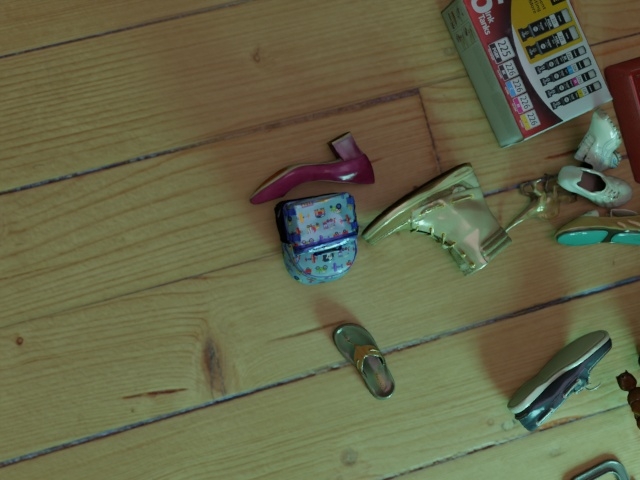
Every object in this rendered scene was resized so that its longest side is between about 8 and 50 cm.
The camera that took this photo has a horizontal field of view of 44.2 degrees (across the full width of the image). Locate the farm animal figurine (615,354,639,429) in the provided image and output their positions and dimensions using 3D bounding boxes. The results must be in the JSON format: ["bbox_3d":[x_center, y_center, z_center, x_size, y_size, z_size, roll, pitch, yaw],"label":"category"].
[{"bbox_3d":[0.749,0.246,1.594,0.327,0.172,0.330,32,99,-25],"label":"farm animal figurine"}]

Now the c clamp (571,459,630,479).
[{"bbox_3d":[0.598,0.534,1.645,0.161,0.022,0.137,-19,93,-8],"label":"c clamp"}]

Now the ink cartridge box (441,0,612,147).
[{"bbox_3d":[0.436,-0.384,1.569,0.272,0.130,0.309,-26,93,-8],"label":"ink cartridge box"}]

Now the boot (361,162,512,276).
[{"bbox_3d":[0.232,-0.009,1.563,0.262,0.095,0.203,-31,95,-11],"label":"boot"}]

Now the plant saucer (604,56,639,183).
[{"bbox_3d":[0.754,-0.277,1.654,0.259,0.048,0.258,-17,93,-7],"label":"plant saucer"}]

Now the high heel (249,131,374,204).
[{"bbox_3d":[-0.014,-0.107,1.544,0.244,0.082,0.117,-32,104,-10],"label":"high heel"}]

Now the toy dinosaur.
[{"bbox_3d":[0.448,-0.080,1.610,0.183,0.053,0.092,-24,95,-7],"label":"toy dinosaur"}]

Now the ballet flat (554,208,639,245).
[{"bbox_3d":[0.588,-0.029,1.629,0.233,0.080,0.073,2,62,-10],"label":"ballet flat"}]

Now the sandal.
[{"bbox_3d":[0.094,0.240,1.564,0.072,0.049,0.180,-33,94,-6],"label":"sandal"}]

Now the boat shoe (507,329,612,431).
[{"bbox_3d":[0.497,0.284,1.595,0.254,0.095,0.079,-41,93,-4],"label":"boat shoe"}]

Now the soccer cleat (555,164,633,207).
[{"bbox_3d":[0.567,-0.106,1.595,0.196,0.076,0.068,13,94,-25],"label":"soccer cleat"}]

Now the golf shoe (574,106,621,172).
[{"bbox_3d":[0.550,-0.189,1.577,0.086,0.176,0.069,-26,50,4],"label":"golf shoe"}]

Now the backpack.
[{"bbox_3d":[0.000,0.000,1.516,0.158,0.117,0.173,-9,95,-14],"label":"backpack"}]
